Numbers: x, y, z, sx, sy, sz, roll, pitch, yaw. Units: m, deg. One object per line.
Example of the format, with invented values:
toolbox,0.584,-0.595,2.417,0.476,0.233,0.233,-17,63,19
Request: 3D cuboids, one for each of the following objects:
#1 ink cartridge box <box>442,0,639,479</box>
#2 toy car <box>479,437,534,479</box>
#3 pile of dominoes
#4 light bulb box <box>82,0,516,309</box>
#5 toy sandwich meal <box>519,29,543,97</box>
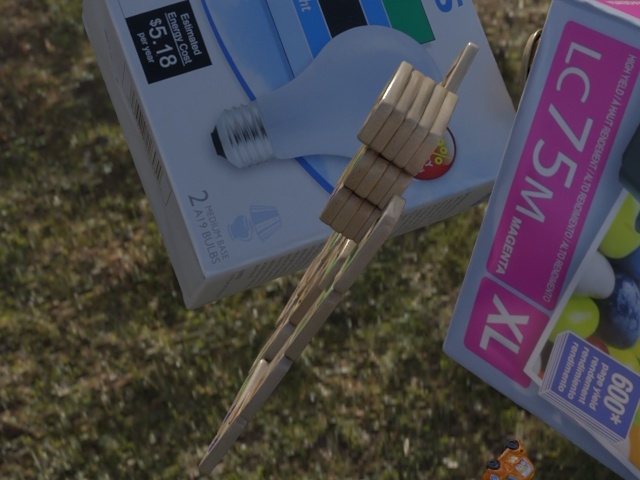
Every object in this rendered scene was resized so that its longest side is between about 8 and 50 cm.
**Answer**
ink cartridge box,0.196,0.037,0.514,0.065,0.186,0.311,-9,32,-45
toy car,0.178,0.171,1.102,0.040,0.122,0.060,35,28,20
pile of dominoes,0.000,0.000,0.780,0.040,0.251,0.196,33,37,-4
light bulb box,-0.022,-0.160,1.364,0.361,0.225,0.358,-20,85,-14
toy sandwich meal,0.218,-0.165,1.275,0.029,0.085,0.085,10,51,22
